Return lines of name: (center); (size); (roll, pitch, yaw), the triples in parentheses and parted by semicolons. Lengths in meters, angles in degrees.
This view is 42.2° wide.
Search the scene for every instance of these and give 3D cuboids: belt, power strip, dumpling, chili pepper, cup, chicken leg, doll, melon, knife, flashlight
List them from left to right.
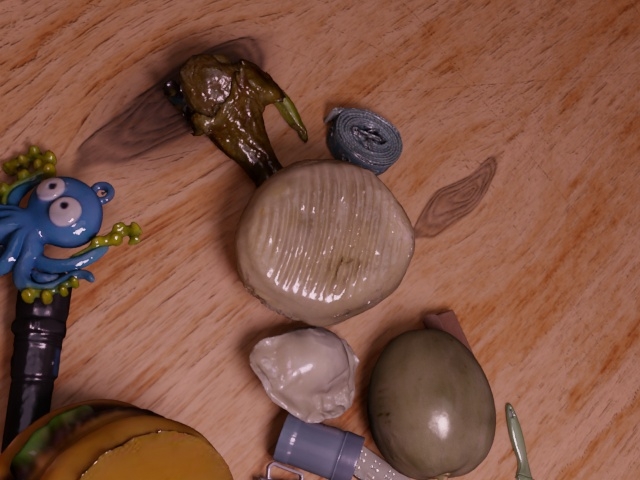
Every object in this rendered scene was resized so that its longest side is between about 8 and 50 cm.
doll: (-0.532, -0.037, 1.487); (0.341, 0.098, 0.346); (-26, 58, -24)
flashlight: (-0.510, 0.258, 1.463); (0.103, 0.103, 0.423); (8, 72, -18)
chicken leg: (-0.150, -0.245, 1.743); (0.211, 0.140, 0.361); (-43, 102, -5)
chili pepper: (-0.090, -0.306, 1.831); (0.208, 0.043, 0.049); (42, 51, -4)
cup: (-0.071, 0.473, 1.567); (0.116, 0.074, 0.104); (8, 72, -22)
dumpling: (-0.024, 0.262, 1.605); (0.258, 0.147, 0.193); (13, 55, -35)
power strip: (0.086, 0.449, 1.658); (0.253, 0.027, 0.060); (36, 64, -6)
belt: (0.099, -0.221, 1.853); (0.163, 0.082, 0.147); (1, 69, -21)
melon: (0.215, 0.326, 1.625); (0.272, 0.271, 0.307); (14, 39, -16)
knife: (0.436, 0.497, 1.780); (0.043, 0.020, 0.292); (-7, 77, -25)

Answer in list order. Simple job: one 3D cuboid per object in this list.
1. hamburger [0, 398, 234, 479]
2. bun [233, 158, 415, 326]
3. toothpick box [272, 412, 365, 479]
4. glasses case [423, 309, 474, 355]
hamburger: (-0.342, 0.436, 1.324); (0.396, 0.278, 0.395); (-5, 98, -44)
bun: (0.000, 0.000, 1.645); (0.362, 0.234, 0.325); (-15, 93, -18)
toothpick box: (-0.002, 0.396, 1.579); (0.153, 0.101, 0.101); (19, 66, 7)
glasses case: (0.286, 0.246, 1.788); (0.103, 0.070, 0.193); (-10, 73, -52)
